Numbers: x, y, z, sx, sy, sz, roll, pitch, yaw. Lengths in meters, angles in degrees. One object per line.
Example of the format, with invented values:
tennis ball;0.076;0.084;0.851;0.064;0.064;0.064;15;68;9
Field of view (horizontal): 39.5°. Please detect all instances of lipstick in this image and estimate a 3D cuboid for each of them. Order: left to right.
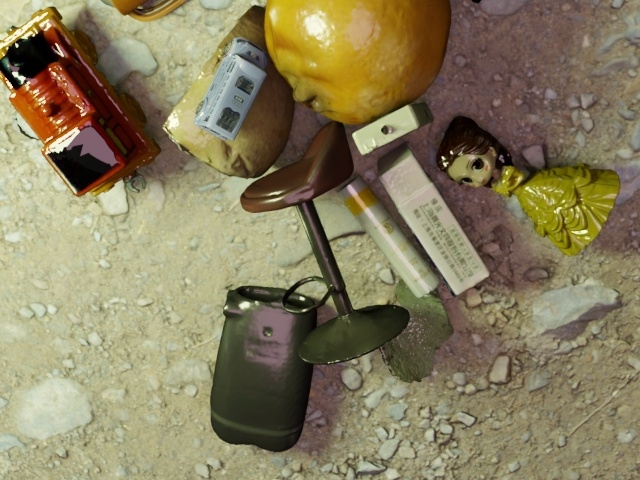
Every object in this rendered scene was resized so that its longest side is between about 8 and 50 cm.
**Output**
lipstick;0.132;-0.006;1.727;0.059;0.059;0.264;-36;95;13

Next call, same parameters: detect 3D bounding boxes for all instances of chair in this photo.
chair;0.000;0.000;1.631;0.226;0.226;0.401;-17;106;7

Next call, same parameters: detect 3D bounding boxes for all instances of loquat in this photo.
loquat;0.059;-0.359;1.480;0.328;0.328;0.329;0;111;1

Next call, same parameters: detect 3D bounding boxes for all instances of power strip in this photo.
power strip;0.130;-0.195;1.525;0.106;0.367;0.043;-26;94;14

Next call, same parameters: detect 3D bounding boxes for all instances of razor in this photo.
razor;-0.118;0.266;1.830;0.204;0.113;0.349;8;111;0

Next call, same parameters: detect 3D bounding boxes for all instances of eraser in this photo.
eraser;0.210;-0.042;1.700;0.086;0.130;0.287;-32;106;10

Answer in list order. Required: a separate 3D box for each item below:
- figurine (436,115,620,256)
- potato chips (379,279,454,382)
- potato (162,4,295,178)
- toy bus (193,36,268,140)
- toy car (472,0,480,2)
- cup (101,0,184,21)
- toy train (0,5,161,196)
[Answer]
figurine;0.362;-0.109;1.652;0.315;0.187;0.168;23;77;-6
potato chips;0.198;0.181;1.824;0.167;0.059;0.228;20;105;-13
potato;-0.120;-0.255;1.583;0.189;0.211;0.264;35;106;-3
toy bus;-0.140;-0.251;1.475;0.073;0.076;0.167;26;88;-29
toy car;0.230;-0.559;1.452;0.213;0.176;0.358;-46;143;13
cup;-0.278;-0.499;1.530;0.264;0.182;0.226;-26;142;3
toy train;-0.436;-0.224;1.588;0.163;0.232;0.369;-32;108;9
